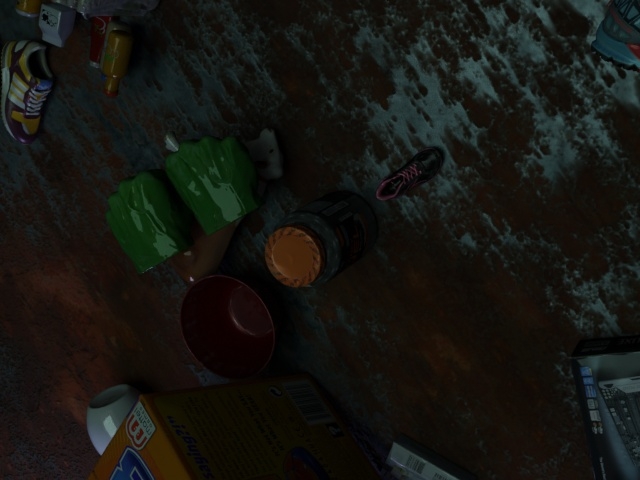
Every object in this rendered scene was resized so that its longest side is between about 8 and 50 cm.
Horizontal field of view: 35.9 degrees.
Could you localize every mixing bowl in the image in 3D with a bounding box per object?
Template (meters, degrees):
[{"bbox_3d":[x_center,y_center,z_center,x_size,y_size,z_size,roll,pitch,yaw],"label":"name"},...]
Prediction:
[{"bbox_3d":[-0.133,0.131,1.649,0.181,0.098,0.181,8,108,25],"label":"mixing bowl"}]

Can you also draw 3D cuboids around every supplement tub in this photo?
[{"bbox_3d":[0.000,0.000,1.490,0.117,0.190,0.117,8,109,24],"label":"supplement tub"}]

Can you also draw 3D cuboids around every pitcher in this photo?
[{"bbox_3d":[-0.322,0.364,1.814,0.177,0.125,0.207,-19,107,9],"label":"pitcher"}]

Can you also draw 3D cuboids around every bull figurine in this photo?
[{"bbox_3d":[-0.184,-0.070,1.614,0.188,0.101,0.310,37,116,16],"label":"bull figurine"}]

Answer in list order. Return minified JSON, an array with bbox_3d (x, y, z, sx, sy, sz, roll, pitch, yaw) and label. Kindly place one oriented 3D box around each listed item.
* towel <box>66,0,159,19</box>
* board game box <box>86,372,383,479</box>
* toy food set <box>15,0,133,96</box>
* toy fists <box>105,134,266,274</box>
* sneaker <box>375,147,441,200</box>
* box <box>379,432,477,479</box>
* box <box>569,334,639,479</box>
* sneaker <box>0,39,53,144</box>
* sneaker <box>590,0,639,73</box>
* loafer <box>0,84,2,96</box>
[{"bbox_3d":[-0.267,-0.462,1.485,0.049,0.187,0.282,38,119,16],"label":"towel"},{"bbox_3d":[-0.135,0.469,1.542,0.356,0.356,0.356,53,122,31],"label":"board game box"},{"bbox_3d":[-0.399,-0.330,1.633,0.232,0.111,0.105,24,114,15],"label":"toy food set"},{"bbox_3d":[-0.212,-0.065,1.520,0.279,0.096,0.142,-27,94,29],"label":"toy fists"},{"bbox_3d":[0.129,-0.094,1.475,0.119,0.057,0.047,-38,85,29],"label":"sneaker"},{"bbox_3d":[0.157,0.432,1.631,0.145,0.038,0.186,27,114,17],"label":"box"},{"bbox_3d":[0.505,0.284,1.391,0.242,0.076,0.308,-8,101,28],"label":"box"},{"bbox_3d":[-0.511,-0.258,1.735,0.083,0.069,0.186,8,110,30],"label":"sneaker"},{"bbox_3d":[0.476,-0.249,1.229,0.261,0.104,0.125,23,112,19],"label":"sneaker"},{"bbox_3d":[-0.618,-0.345,1.769,0.078,0.080,0.220,-16,98,-4],"label":"loafer"}]
